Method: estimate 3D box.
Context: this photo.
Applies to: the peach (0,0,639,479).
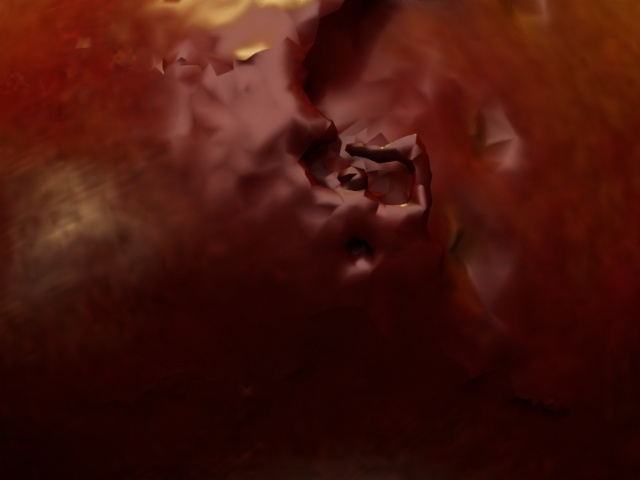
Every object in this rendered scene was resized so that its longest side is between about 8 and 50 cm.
[{"bbox_3d":[0.000,0.000,0.748,0.416,0.353,0.339,-6,56,-7],"label":"peach"}]
